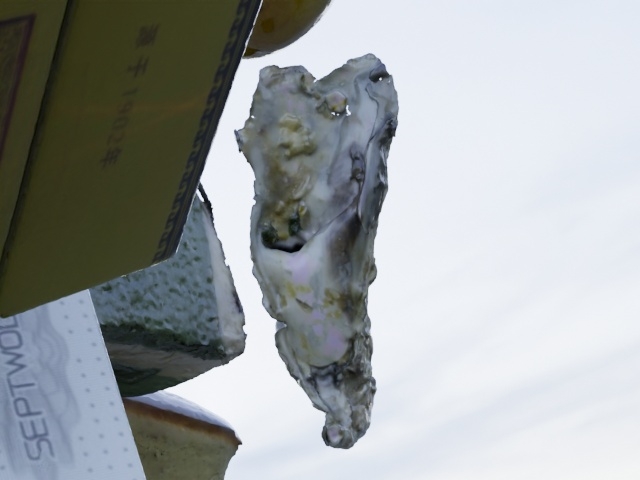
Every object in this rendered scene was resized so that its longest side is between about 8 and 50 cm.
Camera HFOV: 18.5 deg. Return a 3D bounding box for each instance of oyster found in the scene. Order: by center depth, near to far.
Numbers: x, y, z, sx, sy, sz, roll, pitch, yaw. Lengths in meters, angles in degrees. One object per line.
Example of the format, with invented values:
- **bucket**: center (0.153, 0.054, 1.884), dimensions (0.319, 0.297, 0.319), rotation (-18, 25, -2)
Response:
- **oyster**: center (-0.001, -0.001, 1.020), dimensions (0.106, 0.200, 0.061), rotation (17, 3, 21)

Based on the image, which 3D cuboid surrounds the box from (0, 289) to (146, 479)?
- **box**: center (-0.173, 0.150, 1.016), dimensions (0.095, 0.210, 0.330), rotation (-8, -34, -20)

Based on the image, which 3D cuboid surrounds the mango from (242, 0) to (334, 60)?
- **mango**: center (-0.041, -0.212, 1.350), dimensions (0.114, 0.251, 0.156), rotation (17, -69, -11)

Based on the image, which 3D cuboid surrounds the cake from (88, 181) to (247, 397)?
- **cake**: center (-0.195, 0.070, 1.502), dimensions (0.158, 0.172, 0.283), rotation (-29, 3, 37)

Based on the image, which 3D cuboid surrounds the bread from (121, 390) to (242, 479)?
- **bread**: center (-0.292, 0.161, 1.738), dimensions (0.333, 0.143, 0.324), rotation (19, -6, -40)

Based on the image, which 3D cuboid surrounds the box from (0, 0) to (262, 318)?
- **box**: center (-0.131, -0.029, 0.477), dimensions (0.279, 0.041, 0.153), rotation (-18, -40, -41)
